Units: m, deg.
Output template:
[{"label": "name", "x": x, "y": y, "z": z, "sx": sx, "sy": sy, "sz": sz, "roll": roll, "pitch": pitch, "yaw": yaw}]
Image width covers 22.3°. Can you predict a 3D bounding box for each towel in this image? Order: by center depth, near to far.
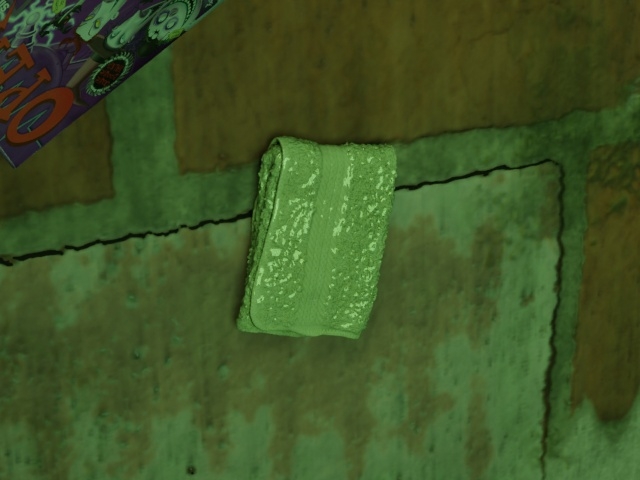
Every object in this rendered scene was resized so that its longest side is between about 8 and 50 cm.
[{"label": "towel", "x": 0.000, "y": 0.000, "z": 1.155, "sx": 0.110, "sy": 0.027, "sz": 0.148, "roll": 2, "pitch": 107, "yaw": -28}]

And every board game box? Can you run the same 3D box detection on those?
[{"label": "board game box", "x": -0.143, "y": -0.177, "z": 0.882, "sx": 0.208, "sy": 0.056, "sz": 0.347, "roll": -36, "pitch": 162, "yaw": -6}]
